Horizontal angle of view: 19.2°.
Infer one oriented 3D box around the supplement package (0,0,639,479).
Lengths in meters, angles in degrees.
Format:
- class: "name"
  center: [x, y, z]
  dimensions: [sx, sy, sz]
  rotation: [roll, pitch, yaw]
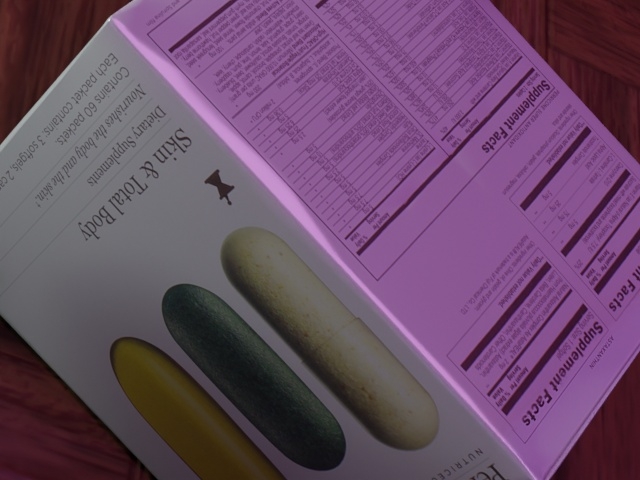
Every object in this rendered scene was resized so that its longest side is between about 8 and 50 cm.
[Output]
- class: "supplement package"
  center: [0.000, 0.000, 0.898]
  dimensions: [0.262, 0.199, 0.198]
  rotation: [47, 46, -3]
